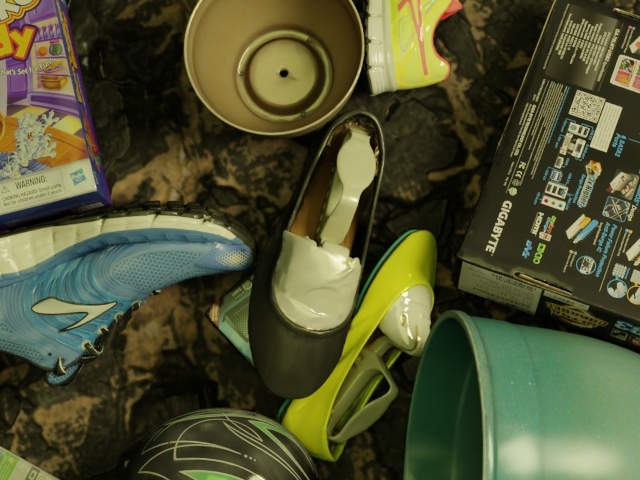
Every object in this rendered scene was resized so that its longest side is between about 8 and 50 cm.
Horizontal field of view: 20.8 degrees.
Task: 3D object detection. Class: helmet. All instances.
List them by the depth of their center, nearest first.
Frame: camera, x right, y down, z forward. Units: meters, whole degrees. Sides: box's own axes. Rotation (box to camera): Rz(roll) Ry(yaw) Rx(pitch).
[{"bbox_3d":[-0.084,0.225,1.514,0.169,0.169,0.162,-14,96,2],"label":"helmet"}]

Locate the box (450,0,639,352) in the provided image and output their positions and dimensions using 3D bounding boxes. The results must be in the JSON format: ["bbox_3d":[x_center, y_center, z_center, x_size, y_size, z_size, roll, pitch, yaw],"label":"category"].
[{"bbox_3d":[0.300,-0.047,1.540,0.293,0.073,0.296,20,67,6],"label":"box"}]

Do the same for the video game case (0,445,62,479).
[{"bbox_3d":[-0.309,0.250,1.600,0.166,0.015,0.119,28,84,8],"label":"video game case"}]

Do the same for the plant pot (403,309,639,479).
[{"bbox_3d":[0.222,0.203,1.455,0.255,0.271,0.272,5,81,-9],"label":"plant pot"}]

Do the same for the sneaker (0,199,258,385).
[{"bbox_3d":[-0.215,0.050,1.586,0.330,0.130,0.147,-12,96,3],"label":"sneaker"}]

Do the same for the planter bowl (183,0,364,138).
[{"bbox_3d":[-0.038,-0.164,1.600,0.162,0.109,0.162,-1,80,4],"label":"planter bowl"}]

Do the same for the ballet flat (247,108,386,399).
[{"bbox_3d":[0.000,0.000,1.534,0.095,0.096,0.280,17,63,-9],"label":"ballet flat"}]

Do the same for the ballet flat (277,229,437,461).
[{"bbox_3d":[0.052,0.101,1.563,0.077,0.077,0.231,35,89,39],"label":"ballet flat"}]

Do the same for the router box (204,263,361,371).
[{"bbox_3d":[-0.032,0.061,1.598,0.122,0.038,0.092,-43,81,-3],"label":"router box"}]

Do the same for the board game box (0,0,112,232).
[{"bbox_3d":[-0.393,-0.107,1.633,0.347,0.078,0.233,-15,80,2],"label":"board game box"}]

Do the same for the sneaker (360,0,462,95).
[{"bbox_3d":[0.085,-0.237,1.626,0.094,0.081,0.209,1,87,-3],"label":"sneaker"}]
